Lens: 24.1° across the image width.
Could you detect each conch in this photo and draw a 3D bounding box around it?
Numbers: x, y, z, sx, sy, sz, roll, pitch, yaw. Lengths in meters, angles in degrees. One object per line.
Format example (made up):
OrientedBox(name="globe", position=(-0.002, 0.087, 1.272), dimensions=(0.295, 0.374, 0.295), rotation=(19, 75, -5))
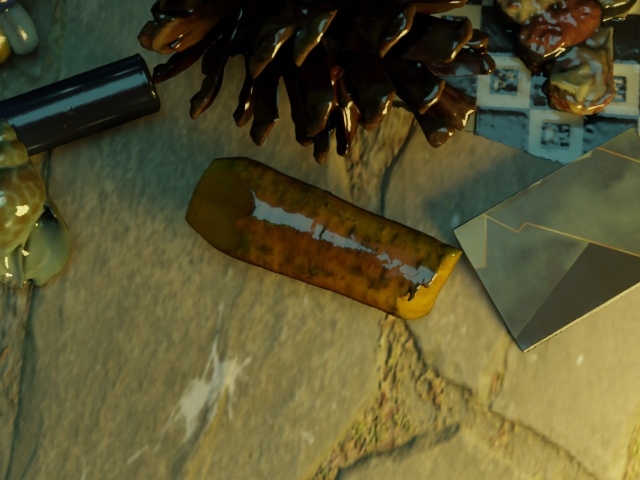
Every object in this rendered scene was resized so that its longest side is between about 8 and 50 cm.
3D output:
OrientedBox(name="conch", position=(-0.352, -0.027, 1.691), dimensions=(0.116, 0.173, 0.106), rotation=(-27, 37, 10))

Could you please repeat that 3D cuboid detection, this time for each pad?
OrientedBox(name="pad", position=(0.292, -0.002, 1.700), dimensions=(0.243, 0.004, 0.163), rotation=(-30, 89, -3))

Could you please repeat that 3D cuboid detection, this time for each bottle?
OrientedBox(name="bottle", position=(-0.309, -0.145, 1.739), dimensions=(0.244, 0.082, 0.072), rotation=(-20, 98, -4))

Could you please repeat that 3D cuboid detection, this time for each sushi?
OrientedBox(name="sushi", position=(0.277, -0.269, 1.738), dimensions=(0.320, 0.069, 0.339), rotation=(20, 80, 7))

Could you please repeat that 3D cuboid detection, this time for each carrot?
OrientedBox(name="carrot", position=(0.000, 0.000, 1.677), dimensions=(0.302, 0.114, 0.114), rotation=(23, 80, 5))

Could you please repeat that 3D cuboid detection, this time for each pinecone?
OrientedBox(name="pinecone", position=(0.014, -0.231, 1.612), dimensions=(0.384, 0.384, 0.384), rotation=(-1, 78, 3))

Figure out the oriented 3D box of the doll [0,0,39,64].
OrientedBox(name="doll", position=(-0.456, -0.379, 1.692), dimensions=(0.366, 0.376, 0.187), rotation=(27, 63, -2))
